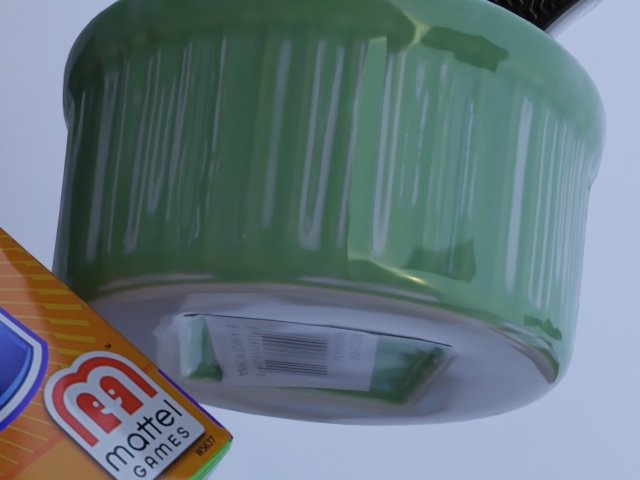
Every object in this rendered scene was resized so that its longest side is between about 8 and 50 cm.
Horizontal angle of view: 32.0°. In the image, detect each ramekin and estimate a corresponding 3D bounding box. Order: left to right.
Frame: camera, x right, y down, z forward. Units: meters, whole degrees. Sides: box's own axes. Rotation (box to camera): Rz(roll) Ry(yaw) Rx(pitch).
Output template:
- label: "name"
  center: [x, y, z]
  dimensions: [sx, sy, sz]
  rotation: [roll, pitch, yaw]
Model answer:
- label: "ramekin"
  center: [0.000, 0.000, 0.607]
  dimensions: [0.303, 0.303, 0.148]
  rotation: [140, -40, -61]

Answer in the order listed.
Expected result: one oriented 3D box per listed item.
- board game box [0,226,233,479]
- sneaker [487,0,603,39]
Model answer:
- label: "board game box"
  center: [-0.328, 0.154, 0.448]
  dimensions: [0.356, 0.356, 0.356]
  rotation: [40, -57, 8]
- label: "sneaker"
  center: [0.124, -0.159, 0.827]
  dimensions: [0.106, 0.290, 0.123]
  rotation: [59, 12, 0]
